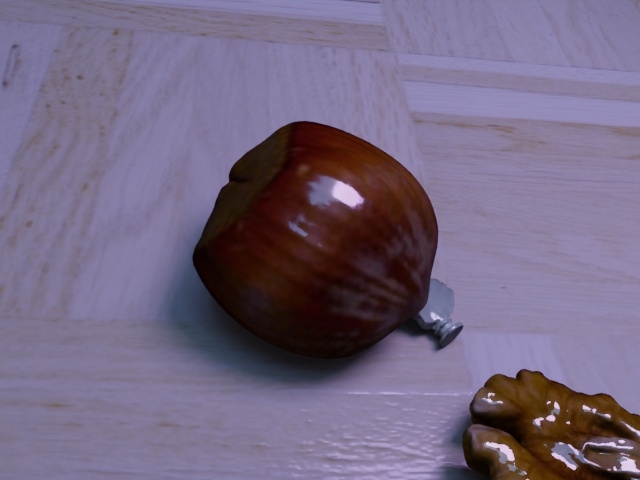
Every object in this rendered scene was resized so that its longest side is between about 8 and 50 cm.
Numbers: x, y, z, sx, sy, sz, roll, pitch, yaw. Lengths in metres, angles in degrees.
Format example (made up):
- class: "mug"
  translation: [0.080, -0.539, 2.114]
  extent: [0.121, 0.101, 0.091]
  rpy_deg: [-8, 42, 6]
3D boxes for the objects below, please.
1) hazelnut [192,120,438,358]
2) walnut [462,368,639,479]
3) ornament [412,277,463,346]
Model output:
- class: "hazelnut"
  translation: [0.000, 0.001, 0.616]
  extent: [0.181, 0.181, 0.212]
  rpy_deg: [7, 59, 57]
- class: "walnut"
  translation: [0.198, 0.183, 0.549]
  extent: [0.170, 0.069, 0.143]
  rpy_deg: [18, 47, 5]
- class: "ornament"
  translation: [0.104, 0.060, 0.661]
  extent: [0.069, 0.041, 0.092]
  rpy_deg: [12, 35, -25]
